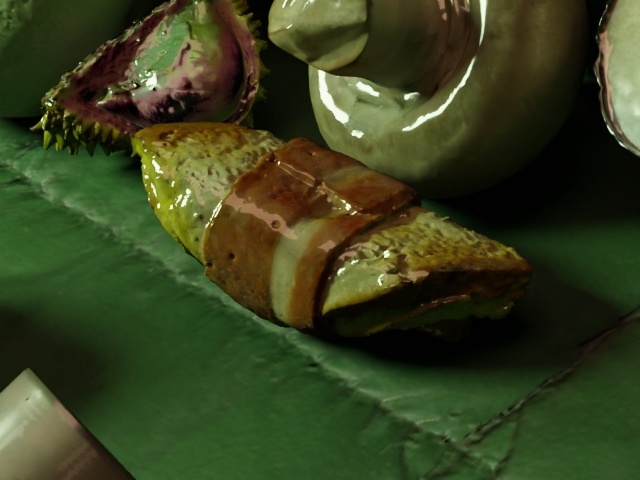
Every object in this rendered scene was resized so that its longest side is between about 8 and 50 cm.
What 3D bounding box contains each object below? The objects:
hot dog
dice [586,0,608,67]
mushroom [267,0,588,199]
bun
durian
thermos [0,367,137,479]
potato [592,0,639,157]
[{"bbox_3d":[-0.003,0.005,1.045,0.261,0.093,0.123,29,44,27],"label":"hot dog"},{"bbox_3d":[0.267,-0.319,1.179,0.322,0.318,0.330,-18,36,-5],"label":"dice"},{"bbox_3d":[0.059,-0.128,1.093,0.204,0.204,0.204,-11,35,8],"label":"mushroom"},{"bbox_3d":[-0.191,-0.206,1.338,0.283,0.179,0.283,-46,25,29],"label":"bun"},{"bbox_3d":[-0.102,-0.096,1.244,0.187,0.119,0.108,-40,78,-14],"label":"durian"},{"bbox_3d":[-0.173,0.170,0.847,0.105,0.137,0.193,43,80,12],"label":"thermos"},{"bbox_3d":[0.330,-0.106,0.997,0.300,0.196,0.246,-28,53,28],"label":"potato"}]
